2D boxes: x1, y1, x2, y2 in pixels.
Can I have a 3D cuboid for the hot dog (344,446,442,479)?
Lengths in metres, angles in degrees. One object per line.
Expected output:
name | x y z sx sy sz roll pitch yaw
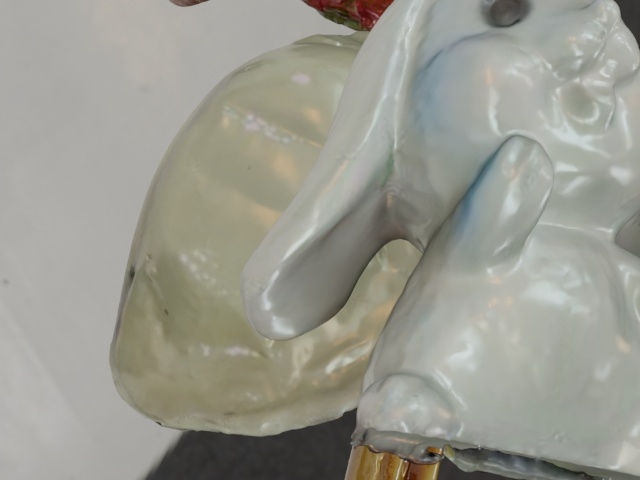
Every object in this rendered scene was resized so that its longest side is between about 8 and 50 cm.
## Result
hot dog | 0.066 0.171 1.529 0.100 0.068 0.250 16 88 -54

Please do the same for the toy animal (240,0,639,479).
toy animal | 0.104 0.004 0.907 0.249 0.174 0.289 35 71 -22

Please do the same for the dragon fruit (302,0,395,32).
dragon fruit | 0.050 -0.258 1.538 0.166 0.172 0.160 104 12 -59

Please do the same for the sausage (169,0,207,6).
sausage | -0.101 -0.226 1.515 0.035 0.147 0.030 27 79 -20

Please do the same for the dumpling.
dumpling | 0.000 0.000 1.400 0.395 0.315 0.233 -47 137 -13
